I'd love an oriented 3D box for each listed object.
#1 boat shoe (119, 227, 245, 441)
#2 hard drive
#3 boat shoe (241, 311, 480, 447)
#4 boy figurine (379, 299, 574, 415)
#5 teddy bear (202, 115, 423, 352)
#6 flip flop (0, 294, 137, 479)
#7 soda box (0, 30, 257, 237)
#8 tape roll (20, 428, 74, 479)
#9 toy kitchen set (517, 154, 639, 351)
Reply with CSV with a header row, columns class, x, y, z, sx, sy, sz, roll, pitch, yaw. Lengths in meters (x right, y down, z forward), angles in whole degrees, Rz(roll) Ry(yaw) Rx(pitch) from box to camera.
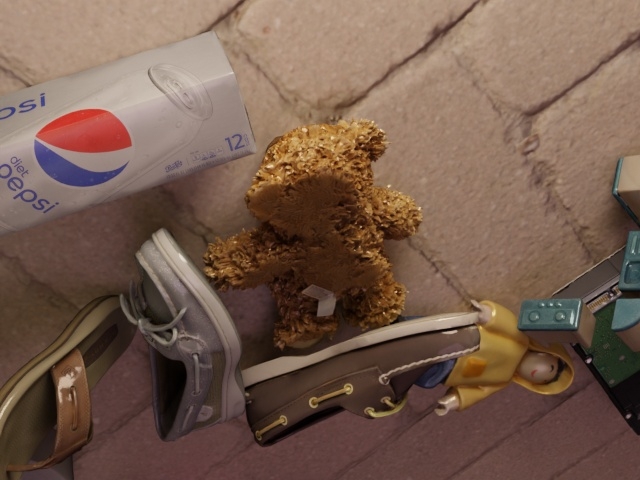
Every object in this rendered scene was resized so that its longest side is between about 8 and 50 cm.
class,x,y,z,sx,sy,sz,roll,pitch,yaw
boat shoe,-0.154,0.116,0.965,0.103,0.118,0.320,-29,148,-20
hard drive,0.483,0.125,1.266,0.237,0.064,0.339,-36,131,10
boat shoe,0.044,0.160,1.028,0.324,0.096,0.117,-21,167,28
boy figurine,0.204,0.160,1.173,0.285,0.092,0.177,10,115,-24
teddy bear,0.000,0.000,0.978,0.245,0.113,0.338,-26,139,11
flip flop,-0.254,0.165,0.905,0.080,0.277,0.112,20,133,14
soda box,-0.210,-0.094,0.817,0.286,0.098,0.091,-18,130,-5
tape roll,-0.409,0.305,1.074,0.219,0.072,0.219,-10,130,-12
toy kitchen set,0.338,0.018,1.106,0.166,0.207,0.122,-5,147,42
